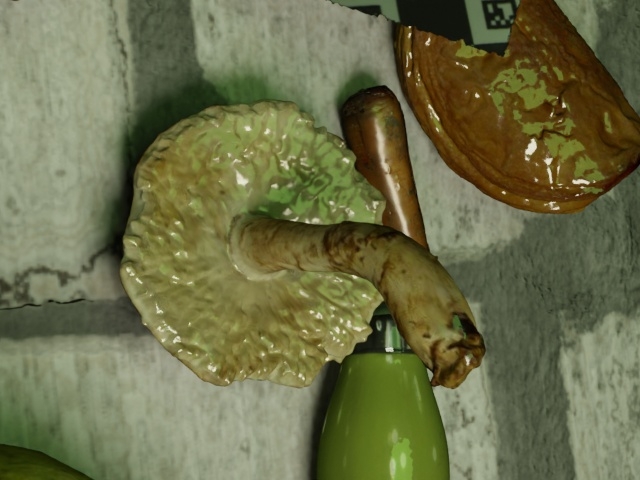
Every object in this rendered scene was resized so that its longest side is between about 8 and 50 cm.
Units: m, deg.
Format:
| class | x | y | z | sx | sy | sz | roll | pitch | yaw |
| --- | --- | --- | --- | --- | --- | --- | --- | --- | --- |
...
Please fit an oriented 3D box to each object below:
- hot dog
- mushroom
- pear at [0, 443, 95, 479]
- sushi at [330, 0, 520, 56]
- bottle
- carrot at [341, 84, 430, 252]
| class | x | y | z | sx | sy | sz | roll | pitch | yaw |
| --- | --- | --- | --- | --- | --- | --- | --- | --- | --- |
| hot dog | 0.176 | -0.151 | 1.305 | 0.196 | 0.122 | 0.272 | -40 | 89 | -31 |
| mushroom | 0.011 | -0.001 | 1.081 | 0.208 | 0.301 | 0.233 | -5 | 91 | -61 |
| pear | -0.210 | 0.306 | 0.861 | 0.413 | 0.352 | 0.352 | 11 | 77 | -38 |
| sushi | 0.053 | -0.298 | 1.243 | 0.294 | 0.059 | 0.292 | 21 | 64 | 2 |
| bottle | 0.052 | 0.192 | 1.175 | 0.112 | 0.112 | 0.260 | 7 | 79 | -32 |
| carrot | 0.060 | -0.057 | 1.256 | 0.055 | 0.055 | 0.161 | -21 | 102 | -34 |
